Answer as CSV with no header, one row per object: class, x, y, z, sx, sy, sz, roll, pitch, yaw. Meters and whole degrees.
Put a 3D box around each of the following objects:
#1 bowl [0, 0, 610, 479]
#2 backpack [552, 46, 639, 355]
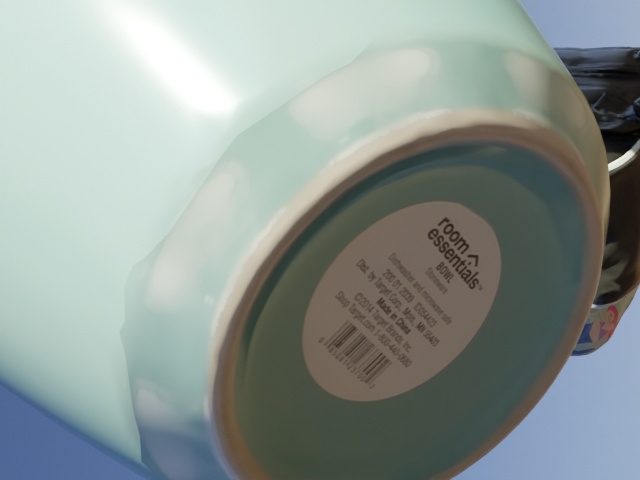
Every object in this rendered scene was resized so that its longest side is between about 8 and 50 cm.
bowl,0.000,0.000,0.462,0.312,0.163,0.311,-17,-53,-24
backpack,0.124,-0.043,0.764,0.225,0.254,0.191,-44,-44,-47
